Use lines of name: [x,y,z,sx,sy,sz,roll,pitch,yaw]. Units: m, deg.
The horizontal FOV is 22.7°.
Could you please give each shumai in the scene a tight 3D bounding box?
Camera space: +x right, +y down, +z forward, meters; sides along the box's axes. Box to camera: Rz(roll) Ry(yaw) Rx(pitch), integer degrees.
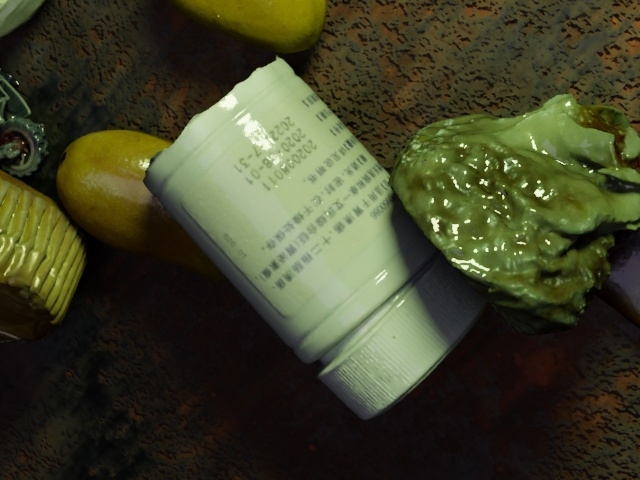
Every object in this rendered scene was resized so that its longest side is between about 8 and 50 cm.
shumai: [0.197,-0.048,1.469,0.218,0.256,0.189,-35,129,5]

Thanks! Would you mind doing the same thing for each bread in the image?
bread: [-0.384,0.006,1.739,0.253,0.142,0.227,24,150,-18]

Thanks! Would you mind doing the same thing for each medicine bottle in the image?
medicine bottle: [0.000,0.000,1.585,0.332,0.190,0.190,48,121,1]

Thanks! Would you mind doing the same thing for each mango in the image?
mango: [-0.077,-0.260,1.575,0.195,0.098,0.137,41,119,-4]
mango: [-0.175,-0.038,1.707,0.227,0.099,0.136,30,115,2]

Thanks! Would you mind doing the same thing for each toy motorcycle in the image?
toy motorcycle: [-0.391,-0.145,1.776,0.215,0.080,0.122,50,119,6]

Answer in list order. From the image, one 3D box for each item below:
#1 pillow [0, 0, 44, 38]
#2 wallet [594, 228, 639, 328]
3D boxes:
pillow: [-0.388,-0.335,1.704,0.255,0.059,0.169,44,105,4]
wallet: [0.385,0.070,1.529,0.255,0.031,0.137,38,121,7]
